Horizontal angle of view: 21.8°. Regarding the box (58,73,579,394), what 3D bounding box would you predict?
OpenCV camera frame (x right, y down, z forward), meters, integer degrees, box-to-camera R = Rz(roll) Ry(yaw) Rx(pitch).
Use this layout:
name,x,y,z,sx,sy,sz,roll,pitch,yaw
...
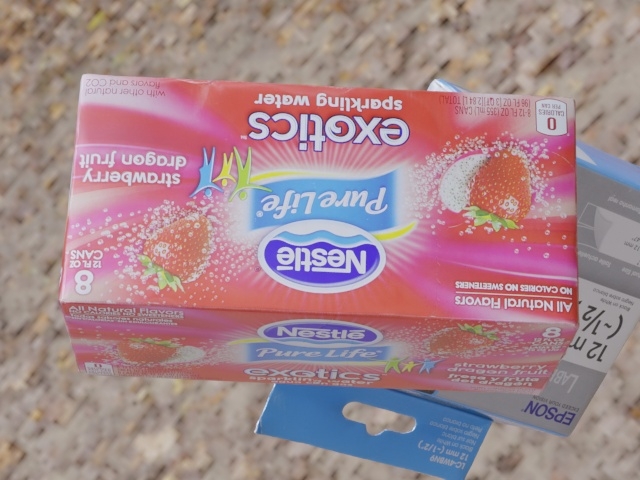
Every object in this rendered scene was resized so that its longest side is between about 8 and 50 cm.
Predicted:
name,x,y,z,sx,sy,sz,roll,pitch,yaw
box,0.000,0.000,0.866,0.122,0.257,0.128,98,175,-69

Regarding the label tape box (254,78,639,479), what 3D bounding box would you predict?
name,x,y,z,sx,sy,sz,roll,pitch,yaw
label tape box,0.133,0.068,1.430,0.348,0.249,0.115,-63,32,12
